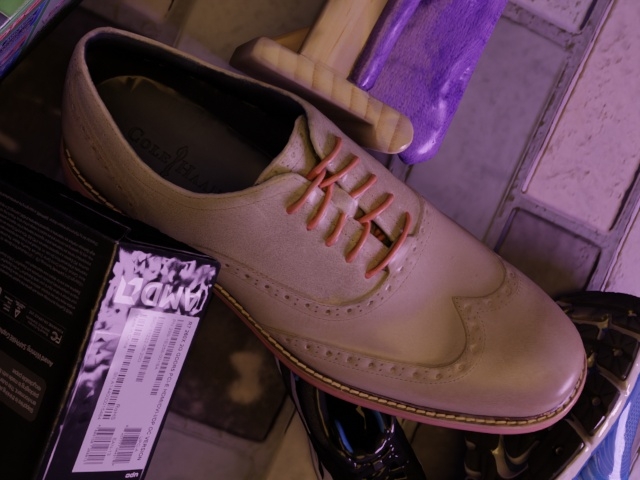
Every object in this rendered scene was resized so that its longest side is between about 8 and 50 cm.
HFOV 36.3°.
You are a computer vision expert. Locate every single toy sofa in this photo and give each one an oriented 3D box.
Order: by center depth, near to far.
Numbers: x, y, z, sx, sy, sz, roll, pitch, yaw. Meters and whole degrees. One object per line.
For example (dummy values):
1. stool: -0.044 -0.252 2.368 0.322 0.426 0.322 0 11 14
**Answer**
1. toy sofa: 0.098 -0.232 0.670 0.177 0.150 0.362 29 92 -14

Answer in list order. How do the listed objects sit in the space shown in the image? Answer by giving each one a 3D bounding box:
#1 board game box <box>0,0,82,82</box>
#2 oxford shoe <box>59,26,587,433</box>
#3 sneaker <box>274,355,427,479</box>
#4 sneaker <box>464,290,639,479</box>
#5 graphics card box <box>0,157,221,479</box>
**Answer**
1. board game box: -0.155 -0.156 0.548 0.046 0.213 0.317 43 69 -14
2. oxford shoe: 0.000 0.000 0.624 0.397 0.146 0.140 27 68 2
3. sneaker: 0.032 0.162 0.730 0.079 0.121 0.217 -30 104 -6
4. sneaker: 0.187 0.196 0.783 0.147 0.130 0.330 30 83 -40
5. graphics card box: -0.225 0.140 0.616 0.094 0.233 0.370 13 97 -52
